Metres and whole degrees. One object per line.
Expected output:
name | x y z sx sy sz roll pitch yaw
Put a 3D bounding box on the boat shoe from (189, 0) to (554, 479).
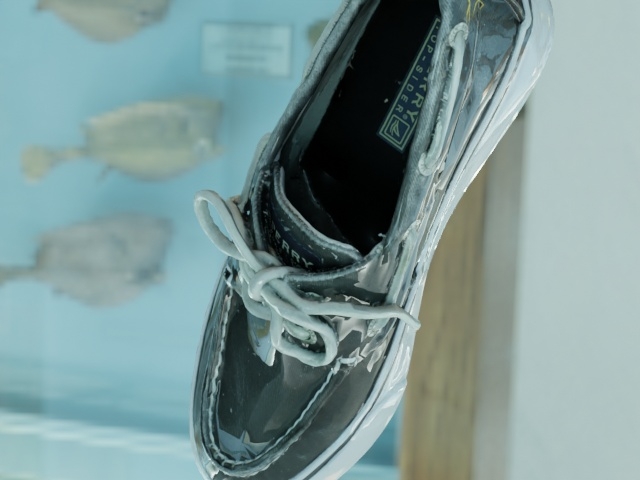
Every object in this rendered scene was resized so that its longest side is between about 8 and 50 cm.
boat shoe | 0.003 0.002 0.849 0.113 0.306 0.105 40 -155 20
